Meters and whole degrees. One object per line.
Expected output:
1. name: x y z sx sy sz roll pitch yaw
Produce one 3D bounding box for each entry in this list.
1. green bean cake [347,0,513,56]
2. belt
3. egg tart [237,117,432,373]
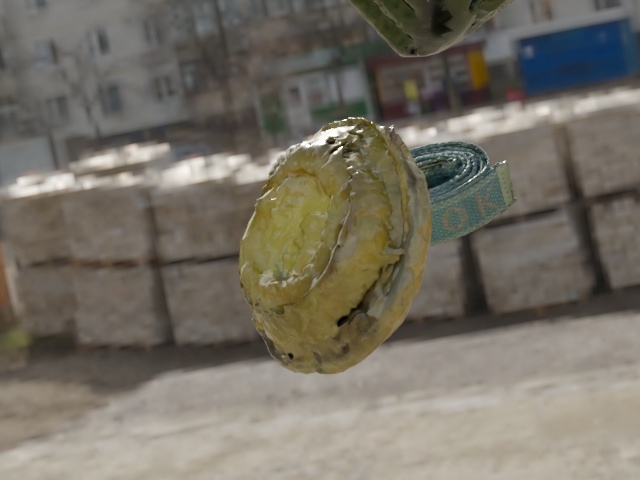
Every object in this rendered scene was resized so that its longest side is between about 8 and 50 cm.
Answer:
1. green bean cake: 0.200 -0.396 2.043 0.335 0.218 0.319 -36 -15 -19
2. belt: 0.130 -0.059 2.051 0.163 0.082 0.147 -32 39 -22
3. egg tart: 0.000 0.000 1.709 0.095 0.279 0.279 20 -17 -40
